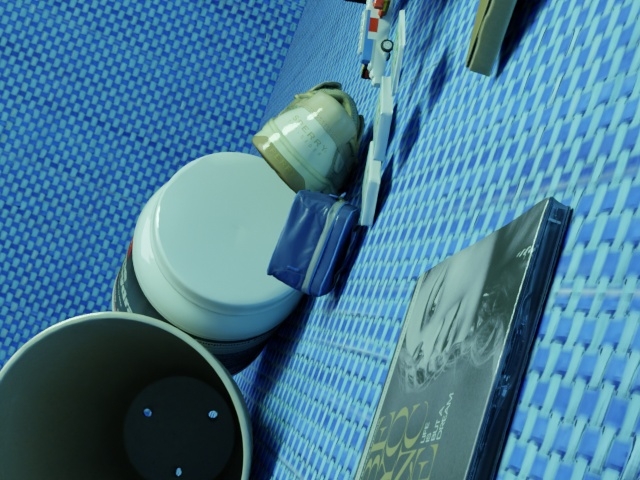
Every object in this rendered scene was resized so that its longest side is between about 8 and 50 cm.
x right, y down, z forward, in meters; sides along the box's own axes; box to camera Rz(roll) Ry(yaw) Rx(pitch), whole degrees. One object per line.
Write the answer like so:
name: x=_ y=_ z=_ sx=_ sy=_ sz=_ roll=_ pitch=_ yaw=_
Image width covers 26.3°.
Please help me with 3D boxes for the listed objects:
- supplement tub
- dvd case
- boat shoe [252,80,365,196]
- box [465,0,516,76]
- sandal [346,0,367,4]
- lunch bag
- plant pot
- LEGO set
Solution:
supplement tub: x=-0.117 y=0.035 z=1.483 sx=0.272 sy=0.191 sz=0.191 roll=126 pitch=164 yaw=-64
dvd case: x=0.067 y=0.077 z=0.757 sx=0.221 sy=0.018 sz=0.164 roll=135 pitch=154 yaw=-72
boat shoe: x=0.003 y=-0.108 z=1.409 sx=0.098 sy=0.109 sz=0.302 roll=-43 pitch=0 yaw=7
box: x=0.144 y=-0.237 z=0.933 sx=0.201 sy=0.021 sz=0.164 roll=105 pitch=-178 yaw=-47
sandal: x=0.052 y=-0.334 z=1.476 sx=0.446 sy=0.168 sz=0.107 roll=143 pitch=131 yaw=-76
lunch bag: x=0.000 y=0.000 z=1.256 sx=0.067 sy=0.065 sz=0.098 roll=-28 pitch=-40 yaw=-78
plant pot: x=-0.173 y=0.201 z=1.370 sx=0.274 sy=0.257 sz=0.256 roll=28 pitch=-97 yaw=-82
LEGO set: x=0.043 y=-0.153 z=1.261 sx=0.244 sy=0.060 sz=0.182 roll=-84 pitch=3 yaw=-57
